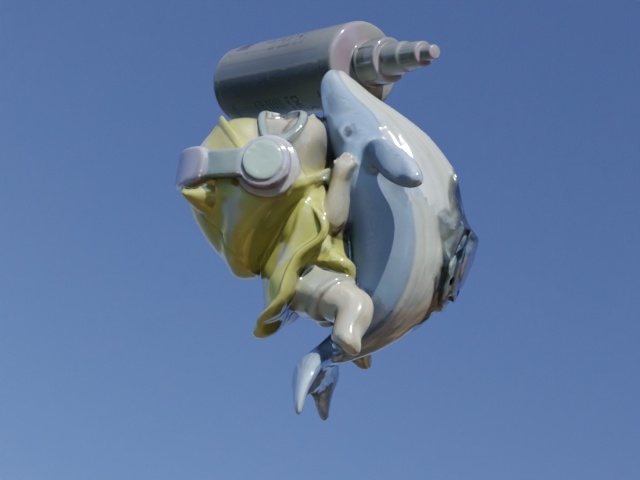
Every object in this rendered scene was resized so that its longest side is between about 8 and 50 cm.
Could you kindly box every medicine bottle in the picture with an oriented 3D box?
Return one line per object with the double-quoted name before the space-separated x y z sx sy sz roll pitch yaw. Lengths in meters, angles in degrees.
"medicine bottle" 0.006 -0.110 0.819 0.199 0.057 0.057 0 -38 51

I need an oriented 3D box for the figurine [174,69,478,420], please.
"figurine" 0.000 0.000 0.747 0.184 0.208 0.128 7 -10 11
